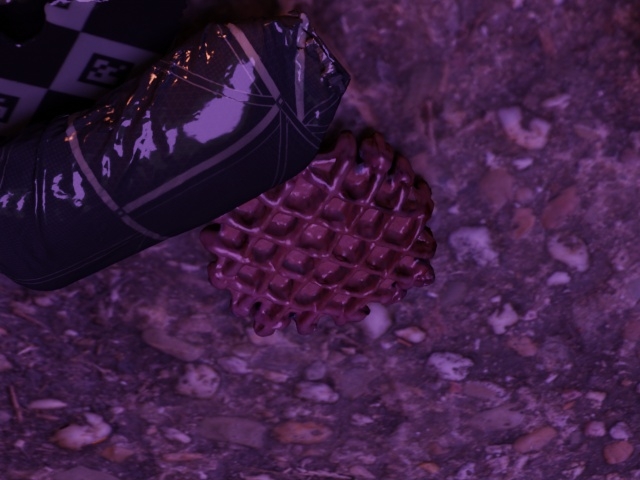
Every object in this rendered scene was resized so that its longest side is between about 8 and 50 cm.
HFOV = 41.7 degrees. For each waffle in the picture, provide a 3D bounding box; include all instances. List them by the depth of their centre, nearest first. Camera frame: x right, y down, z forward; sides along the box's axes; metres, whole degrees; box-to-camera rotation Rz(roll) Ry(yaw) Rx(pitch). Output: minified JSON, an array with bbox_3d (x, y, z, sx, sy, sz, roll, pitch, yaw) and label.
[{"bbox_3d":[0.000,0.000,0.775,0.221,0.055,0.234,-16,132,1],"label":"waffle"}]

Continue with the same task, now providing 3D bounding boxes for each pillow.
[{"bbox_3d":[-0.131,-0.059,0.635,0.335,0.092,0.161,-23,152,11],"label":"pillow"}]

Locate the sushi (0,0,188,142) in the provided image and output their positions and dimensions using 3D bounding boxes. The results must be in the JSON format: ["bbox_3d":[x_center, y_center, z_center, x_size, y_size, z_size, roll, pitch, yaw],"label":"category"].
[{"bbox_3d":[-0.247,-0.177,0.544,0.320,0.068,0.339,-1,148,-23],"label":"sushi"}]
